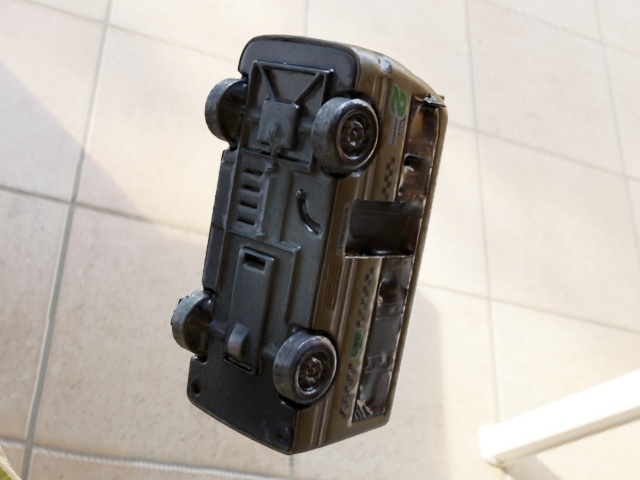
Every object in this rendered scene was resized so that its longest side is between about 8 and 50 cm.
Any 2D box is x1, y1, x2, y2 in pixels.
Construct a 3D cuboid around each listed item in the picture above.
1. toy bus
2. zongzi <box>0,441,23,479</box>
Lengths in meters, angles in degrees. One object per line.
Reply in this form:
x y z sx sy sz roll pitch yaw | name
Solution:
0.000 0.000 0.699 0.157 0.139 0.289 1 101 -47 | toy bus
-0.256 0.188 0.572 0.197 0.099 0.194 30 31 36 | zongzi
